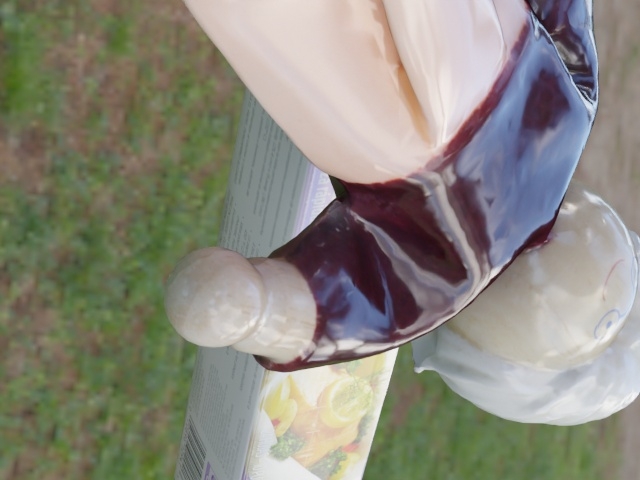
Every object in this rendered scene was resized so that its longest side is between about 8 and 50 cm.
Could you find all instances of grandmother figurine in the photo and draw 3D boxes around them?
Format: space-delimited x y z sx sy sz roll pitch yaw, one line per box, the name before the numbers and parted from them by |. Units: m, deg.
grandmother figurine | 0.029 -0.046 0.506 0.208 0.104 0.342 -48 139 -11

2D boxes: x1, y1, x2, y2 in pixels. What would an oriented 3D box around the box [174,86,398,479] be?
box | 0.000 0.000 0.672 0.067 0.063 0.324 56 -35 42
